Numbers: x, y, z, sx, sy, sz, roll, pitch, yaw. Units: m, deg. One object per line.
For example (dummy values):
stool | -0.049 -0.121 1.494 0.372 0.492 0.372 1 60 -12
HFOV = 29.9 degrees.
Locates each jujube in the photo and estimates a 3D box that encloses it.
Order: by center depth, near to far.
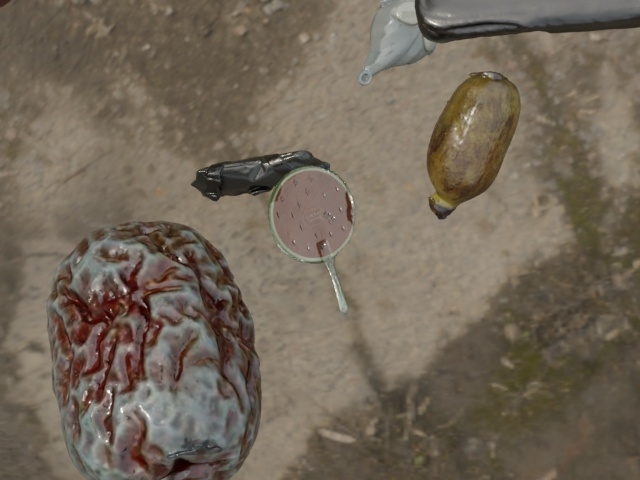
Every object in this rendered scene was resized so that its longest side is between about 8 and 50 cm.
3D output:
jujube | -0.176 0.128 1.275 0.226 0.226 0.317 2 44 -24

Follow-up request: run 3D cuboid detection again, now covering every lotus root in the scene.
lotus root | 0.241 -0.156 1.968 0.129 0.145 0.260 24 105 16

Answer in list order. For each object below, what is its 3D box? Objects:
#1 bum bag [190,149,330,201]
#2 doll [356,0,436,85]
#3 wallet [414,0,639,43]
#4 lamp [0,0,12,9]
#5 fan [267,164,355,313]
bum bag | -0.084 -0.085 1.658 0.198 0.087 0.049 -8 61 8
doll | 0.122 -0.285 1.521 0.227 0.075 0.102 -48 115 -7
wallet | 0.273 -0.300 1.173 0.378 0.051 0.197 -4 79 13
lamp | -0.444 -0.363 1.287 0.303 0.257 0.303 -14 116 -30
fan | 0.000 0.000 1.032 0.005 0.085 0.133 -8 76 -65
